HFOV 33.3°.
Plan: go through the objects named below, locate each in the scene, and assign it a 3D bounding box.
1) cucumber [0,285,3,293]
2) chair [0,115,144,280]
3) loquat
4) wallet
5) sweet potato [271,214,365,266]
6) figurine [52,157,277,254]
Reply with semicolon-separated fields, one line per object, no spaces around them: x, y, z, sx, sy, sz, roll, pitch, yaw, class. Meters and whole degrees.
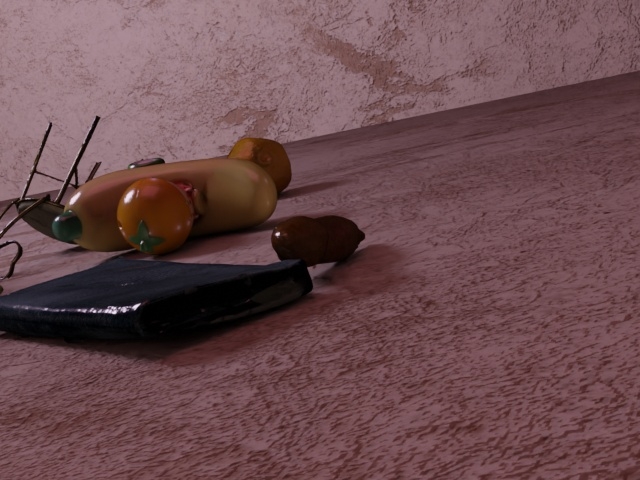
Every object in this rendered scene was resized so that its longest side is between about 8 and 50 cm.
-0.496;0.068;1.472;0.168;0.039;0.039;-4;13;40;cucumber
-0.438;-0.038;1.757;0.160;0.170;0.325;-1;58;38;chair
-0.117;-0.124;1.878;0.137;0.113;0.137;-25;0;0;loquat
-0.187;0.057;1.070;0.191;0.046;0.379;-19;10;-36;wallet
-0.003;0.001;1.091;0.065;0.051;0.218;-14;-3;20;sweet potato
-0.219;-0.048;1.527;0.325;0.124;0.222;-5;11;22;figurine
